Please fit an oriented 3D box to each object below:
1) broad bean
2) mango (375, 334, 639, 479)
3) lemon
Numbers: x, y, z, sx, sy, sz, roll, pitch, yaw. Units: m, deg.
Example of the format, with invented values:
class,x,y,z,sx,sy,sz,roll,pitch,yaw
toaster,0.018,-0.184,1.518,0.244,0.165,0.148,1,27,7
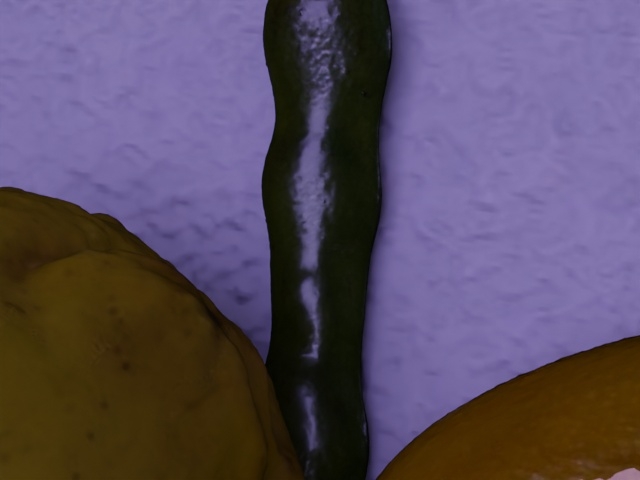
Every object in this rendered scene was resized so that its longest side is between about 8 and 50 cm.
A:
class,x,y,z,sx,sy,sz,roll,pitch,yaw
broad bean,0.000,-0.001,0.755,0.052,0.053,0.256,3,86,-18
mango,0.140,0.116,0.659,0.317,0.119,0.176,-18,72,13
lemon,-0.156,0.131,0.683,0.316,0.285,0.285,-40,73,-8
